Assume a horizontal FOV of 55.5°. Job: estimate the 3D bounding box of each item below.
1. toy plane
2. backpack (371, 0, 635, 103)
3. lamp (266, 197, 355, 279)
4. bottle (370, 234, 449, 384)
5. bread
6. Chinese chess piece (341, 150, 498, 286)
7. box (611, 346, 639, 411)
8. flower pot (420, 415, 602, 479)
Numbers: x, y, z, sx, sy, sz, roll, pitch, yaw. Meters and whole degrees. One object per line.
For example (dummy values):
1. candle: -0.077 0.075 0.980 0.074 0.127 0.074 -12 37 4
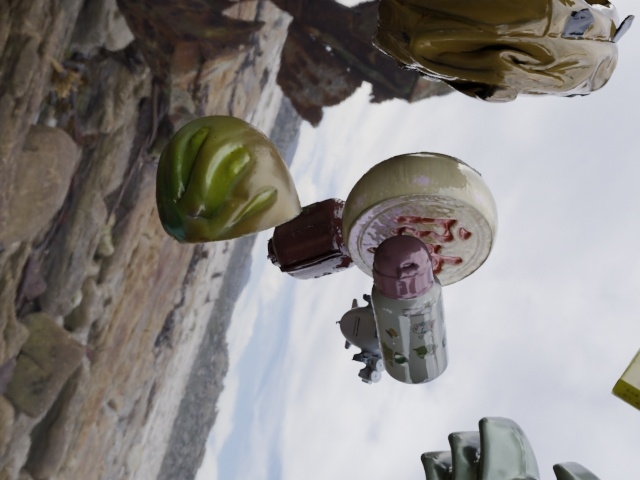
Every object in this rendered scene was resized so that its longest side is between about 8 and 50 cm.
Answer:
1. toy plane: 0.120 0.201 1.381 0.252 0.118 0.252 -168 -90 -68
2. backpack: 0.256 -0.329 0.939 0.353 0.378 0.201 -14 120 -48
3. lamp: 0.000 0.000 1.391 0.258 0.180 0.180 -16 -142 23
4. bottle: 0.144 0.108 0.995 0.120 0.120 0.253 -86 167 -58
5. bread: -0.150 -0.090 0.837 0.261 0.158 0.156 2 -68 53
6. Chinese chess piece: 0.171 -0.029 1.066 0.270 0.270 0.112 119 -17 -46
7. box: 0.583 0.255 0.880 0.153 0.279 0.041 -27 138 -41
8. flower pot: 0.235 0.436 0.877 0.254 0.165 0.367 38 -71 53
